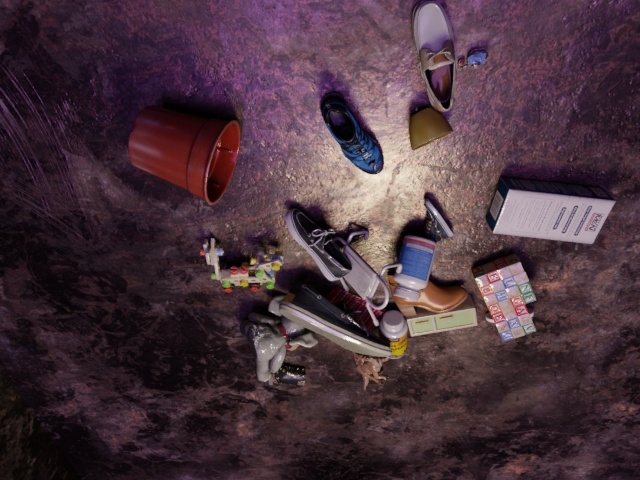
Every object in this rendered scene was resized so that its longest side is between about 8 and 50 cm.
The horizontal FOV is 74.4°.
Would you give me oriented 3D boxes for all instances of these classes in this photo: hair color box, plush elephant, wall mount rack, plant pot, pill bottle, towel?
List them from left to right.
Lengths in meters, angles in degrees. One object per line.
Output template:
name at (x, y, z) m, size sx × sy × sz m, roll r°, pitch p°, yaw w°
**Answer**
plant pot at (-0.422, -0.281, 1.313) m, size 0.265 × 0.272 × 0.272 m, roll 19°, pitch 123°, yaw 1°
plush elephant at (-0.167, 0.382, 1.737) m, size 0.255 × 0.272 × 0.330 m, roll -16°, pitch 155°, yaw -23°
towel at (0.126, 0.315, 1.792) m, size 0.275 × 0.031 × 0.199 m, roll 25°, pitch 122°, yaw -13°
wall mount rack at (0.156, 0.146, 1.555) m, size 0.130 × 0.350 × 0.304 m, roll -6°, pitch 129°, yaw -35°
pill bottle at (0.305, 0.390, 1.762) m, size 0.117 × 0.117 × 0.215 m, roll -4°, pitch 132°, yaw 6°
pill bottle at (0.334, 0.102, 1.520) m, size 0.124 × 0.124 × 0.221 m, roll 17°, pitch 84°, yaw -8°
plant pot at (0.326, -0.349, 1.294) m, size 0.134 × 0.134 × 0.095 m, roll -22°, pitch 93°, yaw 17°
hair color box at (0.766, -0.102, 1.429) m, size 0.347 × 0.105 × 0.174 m, roll 7°, pitch 124°, yaw 0°

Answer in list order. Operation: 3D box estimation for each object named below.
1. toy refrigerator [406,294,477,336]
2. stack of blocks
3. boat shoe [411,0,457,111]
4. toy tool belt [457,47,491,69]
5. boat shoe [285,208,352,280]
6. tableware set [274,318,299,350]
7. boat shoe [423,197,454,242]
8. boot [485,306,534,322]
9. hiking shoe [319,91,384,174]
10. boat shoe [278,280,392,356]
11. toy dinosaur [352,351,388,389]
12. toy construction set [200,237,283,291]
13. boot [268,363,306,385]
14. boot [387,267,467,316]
toy refrigerator at (0.492, 0.311, 1.727) m, size 0.270 × 0.094 × 0.102 m, roll -12°, pitch 122°, yaw 12°
stack of blocks at (0.720, 0.220, 1.613) m, size 0.171 × 0.087 × 0.297 m, roll -24°, pitch 104°, yaw 17°
boat shoe at (0.333, -0.513, 1.186) m, size 0.113 × 0.103 × 0.302 m, roll -17°, pitch 121°, yaw 14°
toy tool belt at (0.440, -0.517, 1.208) m, size 0.083 × 0.051 × 0.052 m, roll -13°, pitch 121°, yaw 12°
boat shoe at (-0.002, 0.002, 1.494) m, size 0.105 × 0.113 × 0.306 m, roll -36°, pitch 87°, yaw 40°
tableware set at (-0.161, 0.422, 1.887) m, size 0.169 × 0.020 × 0.141 m, roll 23°, pitch 117°, yaw -7°
boat shoe at (0.398, -0.064, 1.502) m, size 0.083 × 0.065 × 0.183 m, roll -31°, pitch 117°, yaw 20°
boot at (0.780, 0.334, 1.738) m, size 0.190 × 0.069 × 0.086 m, roll -7°, pitch 117°, yaw 8°
hiking shoe at (0.095, -0.310, 1.318) m, size 0.113 × 0.132 × 0.304 m, roll -33°, pitch 116°, yaw 23°
boat shoe at (0.079, 0.319, 1.664) m, size 0.500 × 0.156 × 0.187 m, roll 29°, pitch 156°, yaw -10°
toy dinosaur at (0.206, 0.555, 1.899) m, size 0.200 × 0.127 × 0.295 m, roll 19°, pitch 135°, yaw 0°
toy construction set at (-0.301, 0.102, 1.607) m, size 0.328 × 0.151 × 0.215 m, roll 11°, pitch 148°, yaw 5°
boot at (-0.154, 0.599, 1.968) m, size 0.179 × 0.085 × 0.236 m, roll 5°, pitch 130°, yaw -2°
boot at (0.412, 0.173, 1.650) m, size 0.283 × 0.109 × 0.220 m, roll -14°, pitch 118°, yaw 21°
